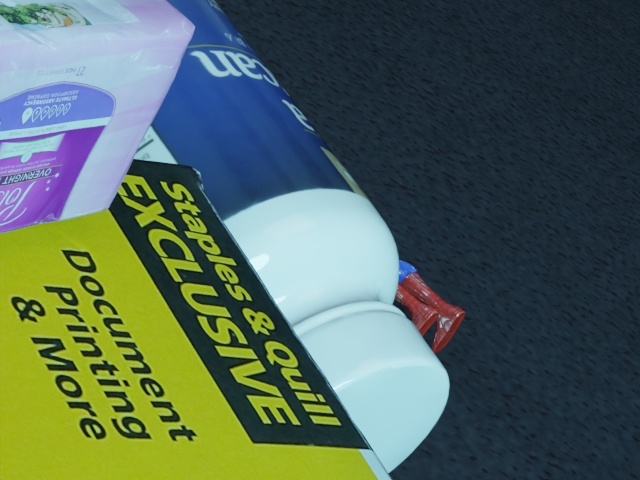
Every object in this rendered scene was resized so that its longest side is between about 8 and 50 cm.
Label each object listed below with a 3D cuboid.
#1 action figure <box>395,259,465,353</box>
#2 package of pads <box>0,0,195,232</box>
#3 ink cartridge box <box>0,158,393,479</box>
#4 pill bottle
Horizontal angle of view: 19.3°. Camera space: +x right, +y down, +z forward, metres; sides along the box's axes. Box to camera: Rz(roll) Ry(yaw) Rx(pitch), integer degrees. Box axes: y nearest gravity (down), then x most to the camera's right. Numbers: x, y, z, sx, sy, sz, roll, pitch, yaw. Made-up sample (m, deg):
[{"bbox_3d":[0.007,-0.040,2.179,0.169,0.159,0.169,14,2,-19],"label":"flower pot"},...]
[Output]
[{"bbox_3d":[0.000,0.000,0.687,0.115,0.030,0.038,43,24,25],"label":"action figure"},{"bbox_3d":[-0.065,-0.026,0.365,0.032,0.050,0.083,37,25,21],"label":"package of pads"},{"bbox_3d":[-0.037,0.124,0.355,0.272,0.130,0.309,5,40,-44],"label":"ink cartridge box"},{"bbox_3d":[-0.034,0.000,0.581,0.094,0.094,0.169,0,44,-46],"label":"pill bottle"}]
